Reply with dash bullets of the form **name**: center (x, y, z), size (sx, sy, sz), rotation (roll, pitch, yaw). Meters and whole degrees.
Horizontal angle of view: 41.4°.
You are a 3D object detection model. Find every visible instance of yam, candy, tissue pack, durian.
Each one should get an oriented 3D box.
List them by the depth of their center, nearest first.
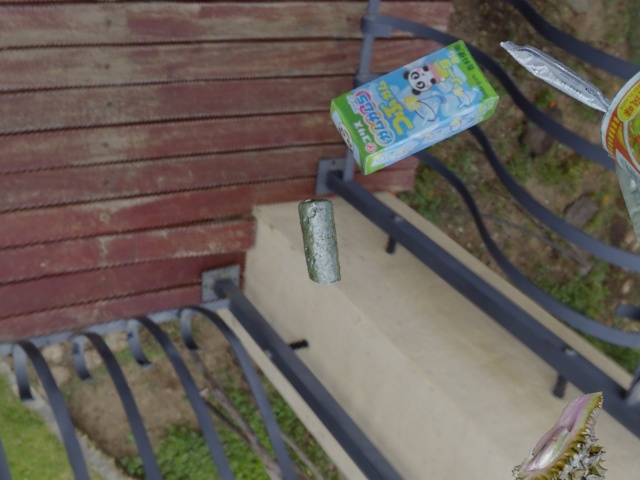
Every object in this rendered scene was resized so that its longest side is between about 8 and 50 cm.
- **candy**: center (0.120, -0.170, 1.086), size (0.194, 0.097, 0.062), rotation (-26, 166, -7)
- **tissue pack**: center (0.355, -0.240, 1.244), size (0.026, 0.193, 0.122), rotation (-58, 169, 24)
- **durian**: center (0.391, 0.320, 1.286), size (0.140, 0.078, 0.224), rotation (35, 70, -5)
- **yam**: center (0.000, 0.000, 1.761), size (0.078, 0.078, 0.179), rotation (-11, 94, -29)

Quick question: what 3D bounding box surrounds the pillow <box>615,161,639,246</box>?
- **pillow**: center (0.669, -0.058, 1.458), size (0.322, 0.120, 0.255), rotation (-10, 79, -23)

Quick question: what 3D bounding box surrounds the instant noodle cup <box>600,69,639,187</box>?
- **instant noodle cup**: center (0.408, -0.084, 0.869), size (0.193, 0.212, 0.193), rotation (-16, 133, -18)
